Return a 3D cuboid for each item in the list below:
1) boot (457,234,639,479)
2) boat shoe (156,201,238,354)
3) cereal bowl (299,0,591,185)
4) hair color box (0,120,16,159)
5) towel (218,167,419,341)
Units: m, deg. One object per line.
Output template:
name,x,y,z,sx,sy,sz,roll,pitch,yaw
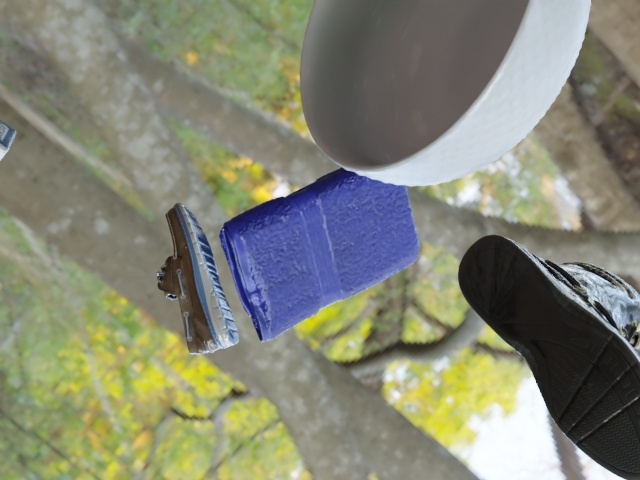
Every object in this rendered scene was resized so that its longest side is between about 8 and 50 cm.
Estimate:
boot,0.370,0.150,1.813,0.138,0.377,0.284,-52,151,19
boat shoe,-0.155,0.045,1.594,0.066,0.183,0.066,-22,161,8
cereal bowl,0.137,-0.206,1.343,0.339,0.141,0.339,-28,-128,44
hair color box,-0.600,-0.167,1.818,0.174,0.347,0.105,-51,-165,11
towel,0.000,0.000,2.149,0.308,0.227,0.076,-26,-144,-16
